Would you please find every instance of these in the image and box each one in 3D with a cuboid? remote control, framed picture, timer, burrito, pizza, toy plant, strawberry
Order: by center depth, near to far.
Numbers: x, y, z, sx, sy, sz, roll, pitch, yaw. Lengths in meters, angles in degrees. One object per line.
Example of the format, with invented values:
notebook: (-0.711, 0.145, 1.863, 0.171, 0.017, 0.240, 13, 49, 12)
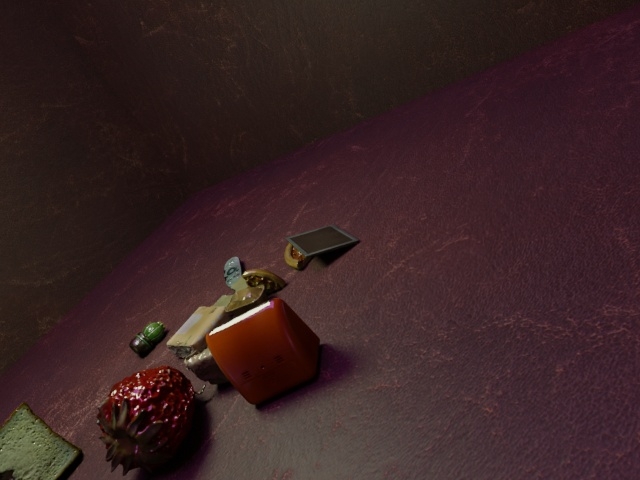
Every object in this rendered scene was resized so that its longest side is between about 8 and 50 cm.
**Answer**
timer: (-0.162, 0.308, 1.376, 0.257, 0.250, 0.161, -28, 24, 12)
strawberry: (-0.481, 0.500, 1.443, 0.292, 0.292, 0.343, -23, 11, 23)
burrito: (-0.254, 0.350, 1.521, 0.347, 0.175, 0.107, -28, 49, 11)
pizza: (-0.227, 0.176, 1.916, 0.174, 0.134, 0.046, 8, 38, -3)
framed picture: (0.000, 0.000, 1.982, 0.231, 0.018, 0.293, -17, 20, -15)
pizza: (-0.093, 0.046, 2.052, 0.134, 0.056, 0.271, -26, 24, 17)
toy plant: (-0.754, 0.425, 2.120, 0.092, 0.093, 0.162, -4, 34, 49)
remote control: (-0.409, 0.150, 2.273, 0.097, 0.045, 0.256, -32, 26, 5)

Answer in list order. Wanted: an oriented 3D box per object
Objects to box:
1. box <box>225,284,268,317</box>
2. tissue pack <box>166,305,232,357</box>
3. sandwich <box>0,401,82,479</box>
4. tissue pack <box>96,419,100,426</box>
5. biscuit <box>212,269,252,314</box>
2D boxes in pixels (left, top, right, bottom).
box: (-0.285, 0.235, 1.869, 0.177, 0.111, 0.111, -22, 25, 24)
tissue pack: (-0.472, 0.354, 1.891, 0.186, 0.090, 0.222, -8, 34, 42)
sandwich: (-0.978, 0.721, 1.591, 0.095, 0.273, 0.249, -30, 18, 47)
tissue pack: (-0.722, 0.610, 1.748, 0.148, 0.060, 0.109, -28, 25, 15)
biscuit: (-0.350, 0.220, 2.053, 0.147, 0.046, 0.250, -8, 34, 47)
